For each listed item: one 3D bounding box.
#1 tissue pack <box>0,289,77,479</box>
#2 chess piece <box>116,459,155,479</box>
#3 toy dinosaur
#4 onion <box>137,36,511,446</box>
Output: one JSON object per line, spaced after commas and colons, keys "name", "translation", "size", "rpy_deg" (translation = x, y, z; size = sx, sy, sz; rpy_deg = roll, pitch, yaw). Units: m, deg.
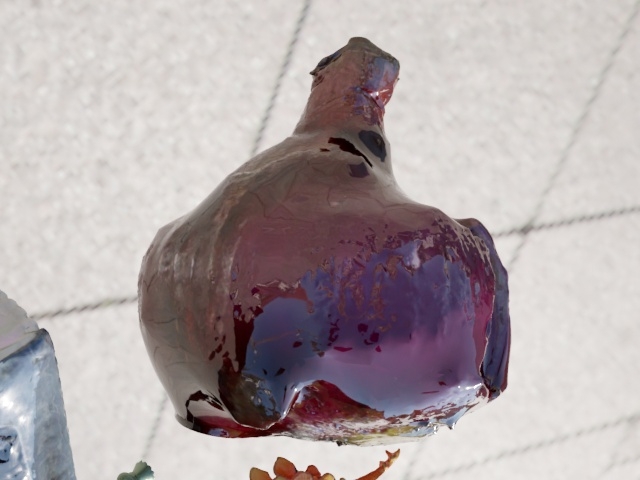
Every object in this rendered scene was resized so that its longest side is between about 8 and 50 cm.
{"name": "tissue pack", "translation": [-0.322, 0.225, 1.452], "size": [0.259, 0.122, 0.361], "rpy_deg": [-36, 146, -29]}
{"name": "chess piece", "translation": [-0.212, 0.266, 1.917], "size": [0.093, 0.042, 0.042], "rpy_deg": [-31, 152, -51]}
{"name": "toy dinosaur", "translation": [-0.043, 0.299, 1.949], "size": [0.288, 0.070, 0.117], "rpy_deg": [-42, 107, -2]}
{"name": "onion", "translation": [0.000, 0.000, 1.815], "size": [0.398, 0.398, 0.420], "rpy_deg": [1, 86, -46]}
